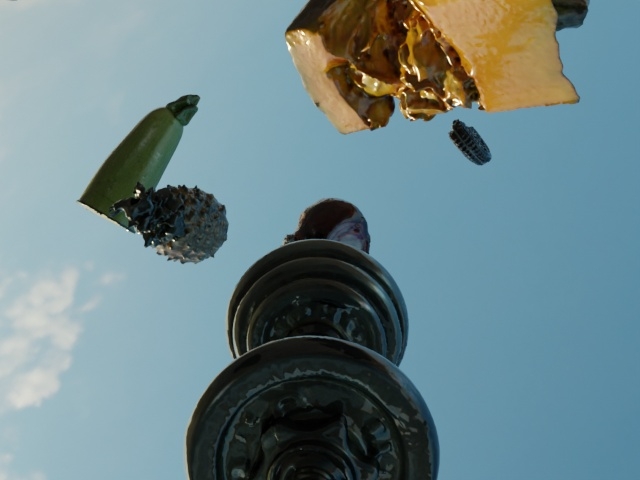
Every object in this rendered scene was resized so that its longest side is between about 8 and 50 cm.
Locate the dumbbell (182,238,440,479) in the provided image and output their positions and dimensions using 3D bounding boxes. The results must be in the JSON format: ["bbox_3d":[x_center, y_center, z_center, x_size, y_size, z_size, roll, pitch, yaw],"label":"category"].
[{"bbox_3d":[-0.005,0.116,0.849,0.179,0.179,0.406,-35,-168,8],"label":"dumbbell"}]

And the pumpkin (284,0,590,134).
[{"bbox_3d":[0.098,-0.170,0.793,0.248,0.131,0.126,2,-136,42],"label":"pumpkin"}]

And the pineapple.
[{"bbox_3d":[-0.190,-0.029,1.306,0.108,0.197,0.108,-3,-100,18],"label":"pineapple"}]

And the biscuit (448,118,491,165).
[{"bbox_3d":[0.205,-0.140,1.443,0.027,0.087,0.089,-39,-146,19],"label":"biscuit"}]

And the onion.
[{"bbox_3d":[-0.008,-0.003,2.075,0.135,0.198,0.173,20,-76,58],"label":"onion"}]

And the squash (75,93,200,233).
[{"bbox_3d":[-0.242,-0.118,1.469,0.224,0.094,0.094,-55,-145,-4],"label":"squash"}]
